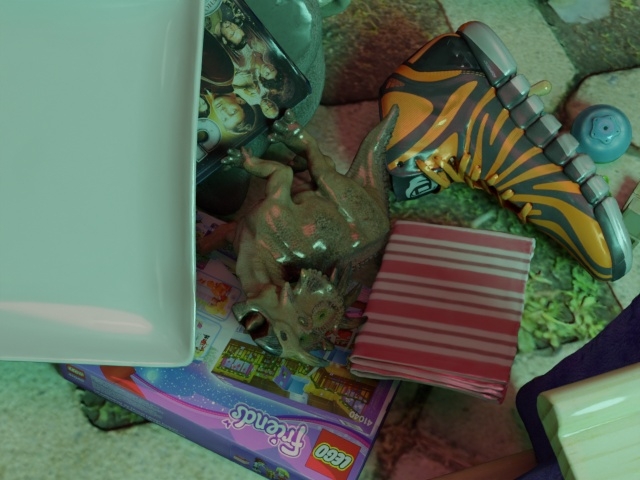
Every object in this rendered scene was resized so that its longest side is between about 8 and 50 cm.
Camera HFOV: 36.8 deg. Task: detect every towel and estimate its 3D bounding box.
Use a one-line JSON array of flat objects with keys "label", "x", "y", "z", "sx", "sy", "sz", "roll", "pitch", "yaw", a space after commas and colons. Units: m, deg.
[{"label": "towel", "x": 0.119, "y": 0.059, "z": 0.905, "sx": 0.144, "sy": 0.029, "sz": 0.197, "roll": 10, "pitch": 47, "yaw": 14}]

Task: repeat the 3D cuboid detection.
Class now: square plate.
[{"label": "square plate", "x": -0.274, "y": -0.069, "z": 0.822, "sx": 0.344, "sy": 0.049, "sz": 0.347, "roll": 2, "pitch": 95, "yaw": -4}]

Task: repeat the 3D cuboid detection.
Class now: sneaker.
[{"label": "sneaker", "x": 0.173, "y": -0.062, "z": 1.009, "sx": 0.180, "sy": 0.124, "sz": 0.321, "roll": -32, "pitch": 71, "yaw": -1}]

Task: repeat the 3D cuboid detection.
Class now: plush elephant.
[{"label": "plush elephant", "x": -0.098, "y": -0.250, "z": 1.015, "sx": 0.272, "sy": 0.255, "sz": 0.330, "roll": 40, "pitch": 103, "yaw": -22}]

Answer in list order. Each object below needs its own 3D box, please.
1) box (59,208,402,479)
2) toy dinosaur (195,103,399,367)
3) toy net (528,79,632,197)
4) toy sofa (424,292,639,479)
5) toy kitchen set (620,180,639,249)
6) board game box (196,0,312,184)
[{"label": "box", "x": -0.069, "y": 0.101, "z": 0.916, "sx": 0.293, "sy": 0.057, "sz": 0.201, "roll": 25, "pitch": 59, "yaw": 8}, {"label": "toy dinosaur", "x": 0.000, "y": 0.000, "z": 0.883, "sx": 0.200, "sy": 0.127, "sz": 0.295, "roll": 42, "pitch": 57, "yaw": 18}, {"label": "toy net", "x": 0.231, "y": -0.126, "z": 1.092, "sx": 0.232, "sy": 0.045, "sz": 0.122, "roll": 21, "pitch": 90, "yaw": 9}, {"label": "toy sofa", "x": 0.185, "y": 0.166, "z": 0.735, "sx": 0.150, "sy": 0.362, "sz": 0.177, "roll": -14, "pitch": 70, "yaw": -14}, {"label": "toy kitchen set", "x": 0.363, "y": -0.030, "z": 1.027, "sx": 0.068, "sy": 0.075, "sz": 0.083, "roll": 33, "pitch": 67, "yaw": 11}, {"label": "board game box", "x": -0.152, "y": -0.129, "z": 0.896, "sx": 0.243, "sy": 0.165, "sz": 0.042, "roll": -38, "pitch": 24, "yaw": 9}]
